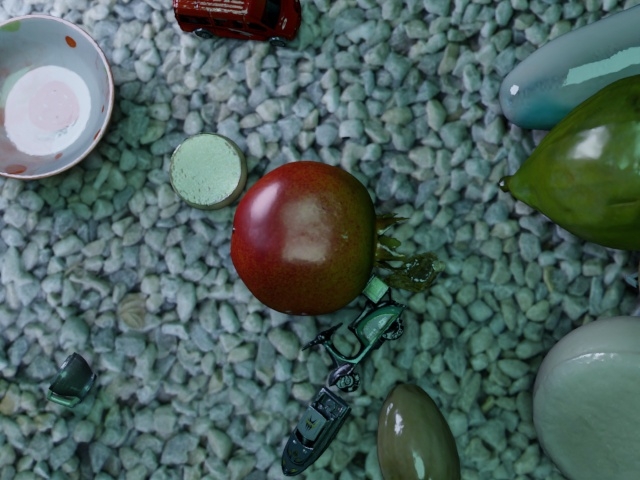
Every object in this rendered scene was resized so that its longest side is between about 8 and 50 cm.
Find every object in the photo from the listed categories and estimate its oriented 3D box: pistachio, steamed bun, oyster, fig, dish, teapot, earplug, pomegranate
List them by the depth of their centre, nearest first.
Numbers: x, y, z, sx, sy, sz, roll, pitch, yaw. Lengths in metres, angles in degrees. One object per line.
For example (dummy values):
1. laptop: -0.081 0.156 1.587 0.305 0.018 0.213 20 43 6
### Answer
1. steamed bun: 0.434 0.224 1.028 0.282 0.177 0.283 17 122 29
2. fig: 0.405 -0.082 1.043 0.232 0.314 0.233 11 58 -18
3. pomegranate: 0.000 0.000 1.091 0.256 0.221 0.221 6 83 4
4. pistachio: 0.138 0.296 1.098 0.126 0.108 0.186 -11 74 -21
5. earplug: 0.419 -0.254 1.124 0.323 0.185 0.185 -17 82 7
6. oyster: 0.144 0.052 1.164 0.093 0.034 0.051 -38 75 2
7. teapot: -0.377 0.217 1.165 0.057 0.066 0.088 36 109 -10
8. dish: -0.437 -0.215 1.208 0.260 0.085 0.261 -1 84 5

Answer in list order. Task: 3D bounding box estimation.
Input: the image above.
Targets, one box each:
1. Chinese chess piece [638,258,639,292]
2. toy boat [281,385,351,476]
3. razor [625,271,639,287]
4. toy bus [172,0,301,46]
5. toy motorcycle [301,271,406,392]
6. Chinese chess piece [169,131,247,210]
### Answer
1. Chinese chess piece: 0.575 0.054 1.082 0.250 0.097 0.251 1 80 -8
2. toy boat: -0.013 0.288 1.132 0.055 0.060 0.141 35 91 31
3. razor: 0.524 0.138 1.131 0.084 0.036 0.211 -20 87 -10
4. toy bus: -0.128 -0.365 1.203 0.195 0.089 0.081 8 84 4
5. toy motorcycle: 0.057 0.141 1.145 0.100 0.058 0.173 40 88 12
6. Chinese chess piece: -0.174 -0.107 1.194 0.122 0.051 0.122 0 85 3
